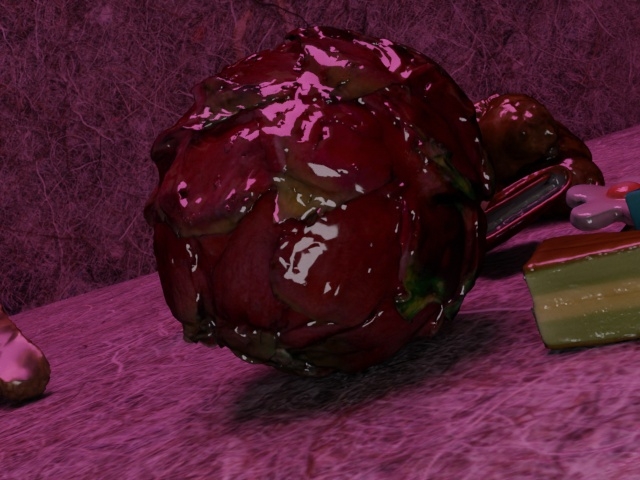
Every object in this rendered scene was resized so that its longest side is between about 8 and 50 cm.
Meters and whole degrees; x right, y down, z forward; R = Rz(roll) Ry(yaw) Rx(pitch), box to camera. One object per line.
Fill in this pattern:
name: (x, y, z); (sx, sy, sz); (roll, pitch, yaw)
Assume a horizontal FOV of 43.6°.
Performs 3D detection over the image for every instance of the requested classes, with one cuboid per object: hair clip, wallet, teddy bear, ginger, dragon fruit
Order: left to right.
teddy bear: (-0.528, 0.187, 1.148); (0.246, 0.222, 0.296); (-13, 45, -35)
dragon fruit: (0.003, -0.034, 0.727); (0.329, 0.329, 0.329); (-17, 5, 1)
wallet: (0.230, -0.026, 1.015); (0.142, 0.045, 0.204); (-32, -9, -5)
ginger: (0.333, -0.152, 1.373); (0.176, 0.254, 0.418); (-50, 0, 8)
hair clip: (0.372, -0.030, 0.829); (0.146, 0.075, 0.257); (-15, 7, -36)

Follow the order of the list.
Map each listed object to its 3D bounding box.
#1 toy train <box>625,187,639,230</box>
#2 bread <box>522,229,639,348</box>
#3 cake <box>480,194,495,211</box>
toy train: (0.344, -0.027, 0.601); (0.203, 0.112, 0.163); (-16, -1, -10)
bread: (0.230, 0.026, 0.587); (0.139, 0.074, 0.084); (-16, 8, 30)
cake: (0.223, -0.009, 1.268); (0.109, 0.090, 0.225); (-19, -14, 0)
